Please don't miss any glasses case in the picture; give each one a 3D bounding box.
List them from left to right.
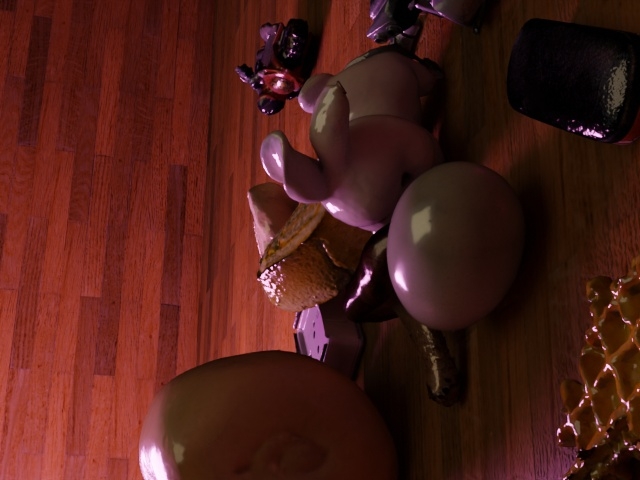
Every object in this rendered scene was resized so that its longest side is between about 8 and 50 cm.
[{"bbox_3d":[0.249,-0.160,1.053,0.267,0.067,0.103,-127,47,-70],"label":"glasses case"}]

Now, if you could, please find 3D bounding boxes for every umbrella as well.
[{"bbox_3d":[0.111,-0.263,1.681,0.050,0.046,0.188,-103,29,-44],"label":"umbrella"}]

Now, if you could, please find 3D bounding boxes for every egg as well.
[{"bbox_3d":[0.148,0.010,1.200,0.151,0.151,0.209,-101,17,-50],"label":"egg"}]

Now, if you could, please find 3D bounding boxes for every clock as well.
[{"bbox_3d":[0.011,0.161,1.815,0.192,0.071,0.147,-105,26,-56],"label":"clock"}]

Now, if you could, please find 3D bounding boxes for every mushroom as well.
[{"bbox_3d":[0.131,0.094,1.340,0.227,0.148,0.218,101,150,-55],"label":"mushroom"}]

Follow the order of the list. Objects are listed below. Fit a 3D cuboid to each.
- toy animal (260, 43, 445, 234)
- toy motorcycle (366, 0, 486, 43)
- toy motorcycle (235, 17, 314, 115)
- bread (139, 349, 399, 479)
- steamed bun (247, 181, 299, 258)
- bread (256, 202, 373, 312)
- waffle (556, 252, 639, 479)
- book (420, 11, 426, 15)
[{"bbox_3d":[0.062,-0.128,1.447,0.183,0.247,0.310,-36,20,34],"label":"toy animal"},{"bbox_3d":[0.145,-0.330,1.427,0.270,0.106,0.159,-24,55,55],"label":"toy motorcycle"},{"bbox_3d":[-0.102,-0.378,2.381,0.401,0.134,0.207,-150,73,-73],"label":"toy motorcycle"},{"bbox_3d":[-0.090,0.293,1.590,0.376,0.347,0.253,137,135,-70],"label":"bread"},{"bbox_3d":[-0.073,-0.011,2.131,0.231,0.110,0.213,-119,16,-61],"label":"steamed bun"},{"bbox_3d":[0.000,0.000,1.732,0.257,0.124,0.186,-48,18,32],"label":"bread"},{"bbox_3d":[0.270,0.130,0.848,0.293,0.069,0.260,-148,65,-73],"label":"waffle"},{"bbox_3d":[0.163,-0.474,1.606,0.161,0.026,0.231,-104,25,-51],"label":"book"}]
